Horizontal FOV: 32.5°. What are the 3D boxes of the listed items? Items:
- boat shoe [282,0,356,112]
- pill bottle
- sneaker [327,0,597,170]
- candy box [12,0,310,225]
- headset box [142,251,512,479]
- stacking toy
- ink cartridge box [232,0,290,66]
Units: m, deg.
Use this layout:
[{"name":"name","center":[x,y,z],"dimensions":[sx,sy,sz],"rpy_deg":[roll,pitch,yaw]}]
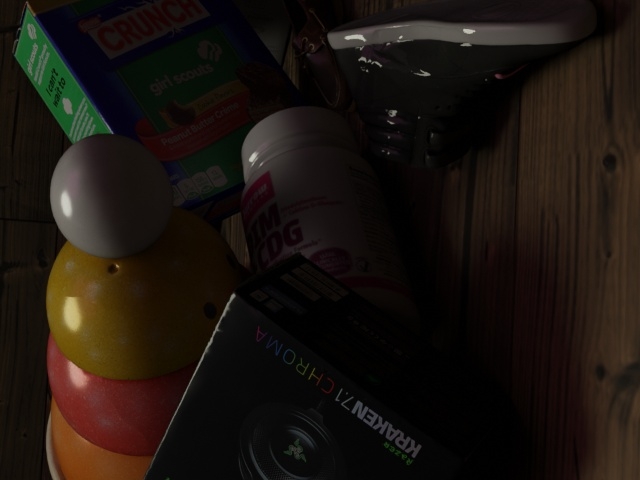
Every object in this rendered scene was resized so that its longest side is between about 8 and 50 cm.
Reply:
[{"name":"boat shoe","center":[-0.003,-0.240,1.358],"dimensions":[0.073,0.073,0.207],"rpy_deg":[119,146,-43]},{"name":"pill bottle","center":[0.000,0.000,1.188],"dimensions":[0.160,0.160,0.283],"rpy_deg":[118,148,-44]},{"name":"sneaker","center":[0.136,-0.141,0.994],"dimensions":[0.296,0.105,0.146],"rpy_deg":[5,119,49]},{"name":"candy box","center":[-0.184,-0.180,1.377],"dimensions":[0.317,0.268,0.122],"rpy_deg":[54,143,11]},{"name":"headset box","center":[-0.009,0.202,1.007],"dimensions":[0.246,0.131,0.283],"rpy_deg":[36,118,15]},{"name":"stacking toy","center":[-0.183,0.083,1.180],"dimensions":[0.480,0.351,0.350],"rpy_deg":[79,176,-49]},{"name":"ink cartridge box","center":[-0.154,-0.348,1.663],"dimensions":[0.309,0.130,0.271],"rpy_deg":[-120,39,-54]}]
